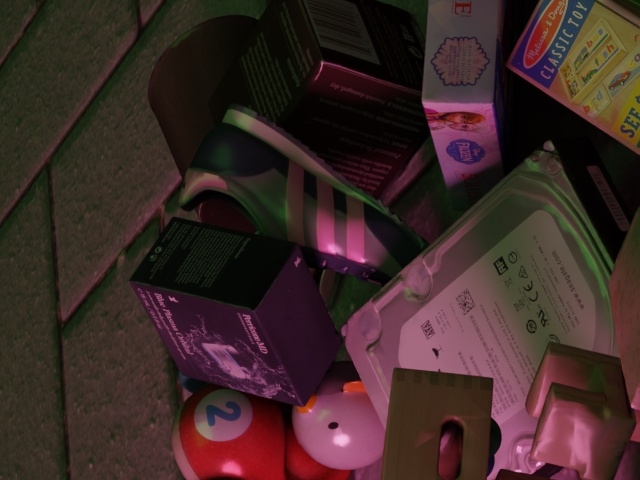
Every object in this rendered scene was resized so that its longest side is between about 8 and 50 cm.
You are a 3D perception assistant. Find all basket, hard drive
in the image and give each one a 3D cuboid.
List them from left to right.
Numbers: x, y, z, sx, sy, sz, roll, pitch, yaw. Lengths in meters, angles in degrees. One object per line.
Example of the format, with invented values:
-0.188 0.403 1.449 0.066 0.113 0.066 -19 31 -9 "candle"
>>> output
-0.110 -0.128 2.067 0.204 0.154 0.227 -53 41 37 "basket"
0.170 0.094 1.521 0.339 0.064 0.237 -44 62 43 "hard drive"

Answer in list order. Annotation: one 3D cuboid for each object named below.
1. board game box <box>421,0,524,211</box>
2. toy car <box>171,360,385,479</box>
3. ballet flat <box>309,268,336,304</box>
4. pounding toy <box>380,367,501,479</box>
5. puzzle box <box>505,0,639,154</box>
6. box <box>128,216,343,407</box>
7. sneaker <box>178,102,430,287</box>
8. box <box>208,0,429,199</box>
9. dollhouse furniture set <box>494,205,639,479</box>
0.149 -0.221 1.564 0.318 0.066 0.318 59 -146 -73 "board game box"
-0.011 0.186 1.738 0.238 0.210 0.219 -34 49 33 "toy car"
-0.031 0.075 1.933 0.068 0.072 0.213 36 115 25 "ballet flat"
0.093 0.228 1.386 0.206 0.094 0.181 90 -174 -65 "pounding toy"
0.348 -0.246 1.320 0.272 0.052 0.409 37 113 27 "puzzle box"
-0.082 0.071 1.673 0.158 0.156 0.093 11 53 32 "box"
0.000 0.000 1.707 0.131 0.319 0.112 -52 -13 -8 "sneaker"
0.004 -0.154 1.862 0.203 0.167 0.168 -54 36 33 "box"
0.287 0.205 1.180 0.362 0.256 0.394 -83 7 -61 "dollhouse furniture set"
